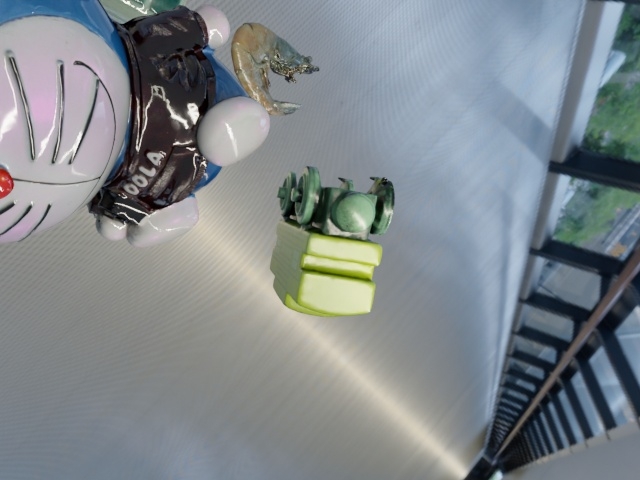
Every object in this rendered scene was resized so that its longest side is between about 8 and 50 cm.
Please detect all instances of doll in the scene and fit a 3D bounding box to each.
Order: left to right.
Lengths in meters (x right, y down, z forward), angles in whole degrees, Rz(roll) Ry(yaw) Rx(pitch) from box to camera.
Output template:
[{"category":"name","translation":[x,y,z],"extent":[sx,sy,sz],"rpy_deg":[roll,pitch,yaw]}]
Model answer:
[{"category":"doll","translation":[-0.226,-0.108,0.398],"extent":[0.310,0.240,0.284],"rpy_deg":[-8,138,-51]}]

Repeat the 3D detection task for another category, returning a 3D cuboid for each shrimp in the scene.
[{"category":"shrimp","translation":[-0.089,-0.352,1.114],"extent":[0.289,0.075,0.177],"rpy_deg":[-3,95,-66]}]

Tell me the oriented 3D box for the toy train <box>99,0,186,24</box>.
[{"category":"toy train","translation":[-0.334,-0.315,0.502],"extent":[0.407,0.088,0.086],"rpy_deg":[22,72,-27]}]

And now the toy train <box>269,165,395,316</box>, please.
[{"category":"toy train","translation":[0.000,0.000,1.011],"extent":[0.442,0.179,0.272],"rpy_deg":[-154,-106,-76]}]
